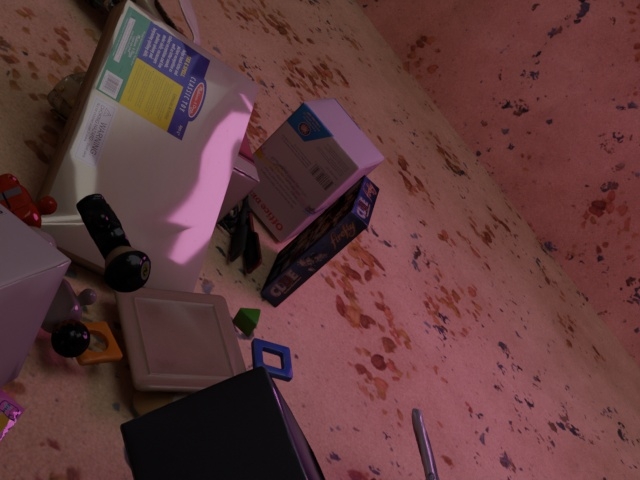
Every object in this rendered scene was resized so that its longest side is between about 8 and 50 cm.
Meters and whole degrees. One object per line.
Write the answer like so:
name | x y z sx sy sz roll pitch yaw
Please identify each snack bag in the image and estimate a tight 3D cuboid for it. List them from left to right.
snack bag | 0.184 0.465 1.393 0.342 0.037 0.323 -96 171 -51

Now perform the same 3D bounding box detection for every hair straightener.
hair straightener | -0.153 -0.036 1.721 0.089 0.047 0.230 35 28 -27

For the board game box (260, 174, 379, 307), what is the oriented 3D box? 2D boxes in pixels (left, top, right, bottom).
board game box | 0.000 0.000 1.685 0.042 0.243 0.165 43 26 -11

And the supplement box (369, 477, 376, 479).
supplement box | 0.023 0.420 1.332 0.078 0.080 0.233 56 25 16

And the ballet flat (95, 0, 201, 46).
ballet flat | -0.357 -0.483 1.866 0.483 0.182 0.164 54 27 12

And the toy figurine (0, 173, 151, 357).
toy figurine | -0.339 0.044 1.128 0.213 0.209 0.148 15 30 -50

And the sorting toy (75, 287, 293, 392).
sorting toy | -0.203 0.149 1.328 0.347 0.047 0.196 9 40 -34

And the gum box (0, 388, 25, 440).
gum box | -0.403 0.206 0.972 0.107 0.062 0.188 43 26 -10

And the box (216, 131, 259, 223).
box | -0.221 -0.163 1.674 0.127 0.148 0.232 25 35 -40

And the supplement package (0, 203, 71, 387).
supplement package | -0.442 0.023 0.950 0.293 0.177 0.175 37 25 12

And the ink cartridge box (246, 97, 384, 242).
ink cartridge box | -0.028 -0.142 1.853 0.171 0.232 0.168 50 23 4

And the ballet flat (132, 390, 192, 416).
ballet flat | -0.151 0.253 1.292 0.232 0.073 0.080 34 28 -27

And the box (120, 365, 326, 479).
box | -0.062 0.347 1.033 0.294 0.183 0.296 71 -5 -59

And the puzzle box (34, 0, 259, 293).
puzzle box | -0.262 -0.131 1.431 0.272 0.052 0.409 30 65 -33

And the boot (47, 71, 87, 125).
boot | -0.373 -0.167 1.505 0.203 0.095 0.262 37 45 4
